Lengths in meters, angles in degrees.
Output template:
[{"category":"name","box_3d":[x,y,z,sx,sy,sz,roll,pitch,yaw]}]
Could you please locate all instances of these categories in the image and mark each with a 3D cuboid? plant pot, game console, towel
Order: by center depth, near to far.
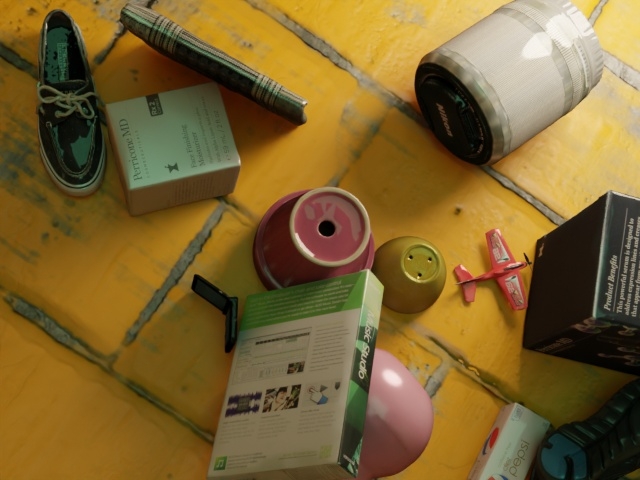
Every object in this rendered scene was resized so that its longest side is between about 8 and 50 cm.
[{"category":"game console","box_3d":[-0.170,0.118,1.671,0.071,0.122,0.107,3,76,-8]},{"category":"towel","box_3d":[-0.153,-0.278,1.680,0.312,0.324,0.056,27,93,-3]},{"category":"plant pot","box_3d":[0.000,0.000,1.701,0.201,0.180,0.201,3,76,-10]},{"category":"plant pot","box_3d":[0.156,0.048,1.760,0.134,0.095,0.134,3,75,-10]}]

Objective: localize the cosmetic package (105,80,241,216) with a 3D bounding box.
[{"category":"cosmetic package","box_3d":[-0.240,-0.147,1.710,0.184,0.151,0.151,-15,78,-13]}]

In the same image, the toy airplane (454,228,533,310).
[{"category":"toy airplane","box_3d":[0.297,0.061,1.817,0.151,0.028,0.151,2,74,-9]}]

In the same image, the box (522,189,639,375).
[{"category":"box","box_3d":[0.576,0.099,1.719,0.395,0.293,0.212,14,74,-6]}]

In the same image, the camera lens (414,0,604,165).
[{"category":"camera lens","box_3d":[0.316,-0.275,1.806,0.274,0.219,0.219,-34,84,-16]}]

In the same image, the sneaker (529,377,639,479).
[{"category":"sneaker","box_3d":[0.488,0.325,1.734,0.341,0.139,0.125,-17,60,-16]}]

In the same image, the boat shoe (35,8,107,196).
[{"category":"boat shoe","box_3d":[-0.410,-0.228,1.725,0.113,0.105,0.306,-2,76,-10]}]

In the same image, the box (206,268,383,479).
[{"category":"box","box_3d":[-0.034,0.206,1.570,0.058,0.232,0.322,46,43,-41]}]

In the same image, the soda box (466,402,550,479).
[{"category":"soda box","box_3d":[0.290,0.374,1.712,0.069,0.074,0.216,31,73,-1]}]

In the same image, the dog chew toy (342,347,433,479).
[{"category":"dog chew toy","box_3d":[0.013,0.319,1.619,0.332,0.206,0.206,-40,86,-9]}]
